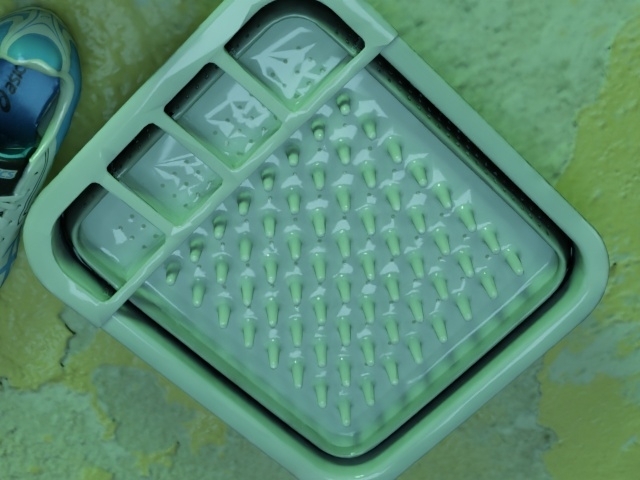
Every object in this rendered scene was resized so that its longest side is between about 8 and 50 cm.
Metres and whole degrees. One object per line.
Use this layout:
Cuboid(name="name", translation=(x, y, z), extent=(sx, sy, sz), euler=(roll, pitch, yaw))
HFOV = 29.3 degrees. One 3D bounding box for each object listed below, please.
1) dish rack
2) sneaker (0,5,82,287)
Cuboid(name="dish rack", translation=(0.000, 0.000, 0.845), extent=(0.333, 0.072, 0.285), euler=(41, 106, -19))
Cuboid(name="sneaker", translation=(-0.224, -0.040, 0.808), extent=(0.085, 0.086, 0.237), euler=(20, 114, -13))
